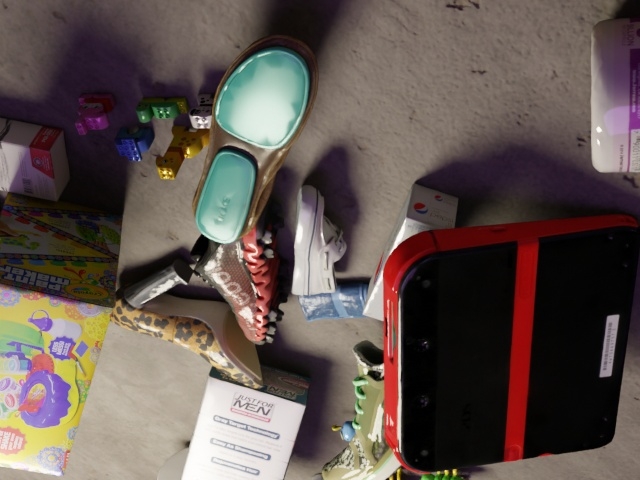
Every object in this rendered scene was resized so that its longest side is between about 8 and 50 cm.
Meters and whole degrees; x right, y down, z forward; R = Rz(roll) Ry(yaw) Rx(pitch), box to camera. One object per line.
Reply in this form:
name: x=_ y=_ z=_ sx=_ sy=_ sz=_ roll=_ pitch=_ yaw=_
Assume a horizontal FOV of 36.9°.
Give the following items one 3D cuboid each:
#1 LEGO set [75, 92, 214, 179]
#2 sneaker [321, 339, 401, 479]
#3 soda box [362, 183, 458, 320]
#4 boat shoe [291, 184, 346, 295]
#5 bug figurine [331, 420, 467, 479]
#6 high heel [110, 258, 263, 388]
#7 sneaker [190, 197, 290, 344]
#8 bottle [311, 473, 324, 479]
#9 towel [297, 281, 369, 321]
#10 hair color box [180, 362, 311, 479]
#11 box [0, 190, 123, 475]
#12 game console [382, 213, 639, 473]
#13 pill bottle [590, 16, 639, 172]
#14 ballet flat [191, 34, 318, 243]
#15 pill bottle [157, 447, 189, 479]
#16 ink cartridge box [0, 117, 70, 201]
LEGO set: x=-0.220 y=-0.135 z=1.276 sx=0.227 sy=0.093 sz=0.087 roll=1 pitch=134 yaw=15
sneaker: x=0.110 y=0.237 z=1.522 sx=0.182 sy=0.158 sz=0.410 roll=42 pitch=118 yaw=1
soda box: x=0.124 y=0.026 z=1.347 sx=0.069 sy=0.074 sz=0.216 roll=18 pitch=136 yaw=-2
boat shoe: x=0.000 y=0.000 z=1.368 sx=0.075 sy=0.083 sz=0.226 roll=3 pitch=147 yaw=-2
bug figurine: x=0.148 y=0.398 z=1.716 sx=0.216 sy=0.072 sz=0.279 roll=-3 pitch=132 yaw=20
high heel: x=-0.221 y=0.162 z=1.568 sx=0.186 sy=0.093 sz=0.261 roll=-27 pitch=108 yaw=31
sneaker: x=-0.121 y=0.045 z=1.425 sx=0.135 sy=0.098 sz=0.276 roll=6 pitch=133 yaw=10
bottle: x=-0.015 y=0.574 z=1.787 sx=0.118 sy=0.283 sz=0.092 roll=29 pitch=135 yaw=-11
towel: x=0.025 y=0.094 z=1.478 sx=0.119 sy=0.029 sz=0.067 roll=-3 pitch=132 yaw=20
hair color box: x=-0.144 y=0.384 z=1.667 sx=0.174 sy=0.105 sz=0.347 roll=17 pitch=110 yaw=0
box: x=-0.411 y=0.126 z=1.378 sx=0.177 sy=0.279 sz=0.290 roll=15 pitch=115 yaw=-15
game console: x=0.257 y=0.150 z=1.324 sx=0.342 sy=0.060 sz=0.386 roll=-7 pitch=120 yaw=-8
pill bottle: x=0.440 y=-0.157 z=1.003 sx=0.301 sy=0.169 sz=0.169 roll=0 pitch=134 yaw=16
ballet flat: x=-0.076 y=-0.141 z=1.202 sx=0.116 sy=0.124 sz=0.342 roll=23 pitch=134 yaw=1
pill bottle: x=-0.220 y=0.547 z=1.911 sx=0.160 sy=0.160 sz=0.283 roll=1 pitch=133 yaw=16
ink cartridge box: x=-0.439 y=-0.120 z=1.382 sx=0.135 sy=0.056 sz=0.099 roll=12 pitch=136 yaw=4
